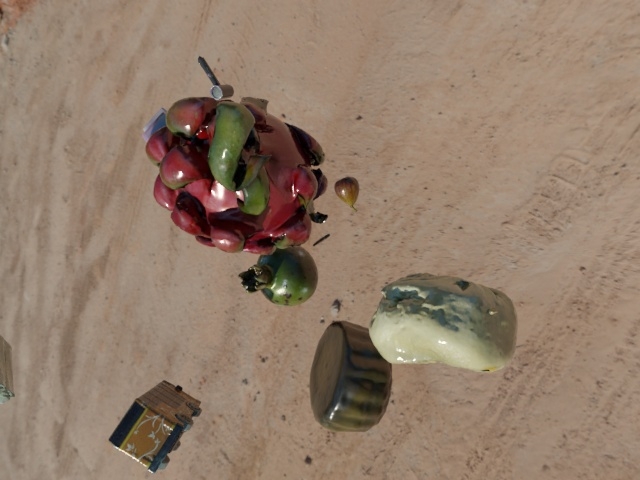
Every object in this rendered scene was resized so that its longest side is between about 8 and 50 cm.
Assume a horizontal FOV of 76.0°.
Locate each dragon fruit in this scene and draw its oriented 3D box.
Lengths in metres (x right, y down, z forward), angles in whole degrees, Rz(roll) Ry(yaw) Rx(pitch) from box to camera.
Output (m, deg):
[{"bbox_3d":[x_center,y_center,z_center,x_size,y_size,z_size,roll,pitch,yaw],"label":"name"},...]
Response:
[{"bbox_3d":[-0.104,-0.072,0.478,0.198,0.273,0.218,-39,78,18],"label":"dragon fruit"}]

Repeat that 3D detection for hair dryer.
[{"bbox_3d":[-0.196,-0.296,0.746,0.026,0.047,0.083,-30,101,27],"label":"hair dryer"}]

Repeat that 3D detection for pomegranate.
[{"bbox_3d":[-0.134,0.135,1.450,0.243,0.306,0.242,5,108,15],"label":"pomegranate"}]

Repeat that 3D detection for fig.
[{"bbox_3d":[0.098,-0.152,1.390,0.089,0.089,0.125,-15,94,30],"label":"fig"}]

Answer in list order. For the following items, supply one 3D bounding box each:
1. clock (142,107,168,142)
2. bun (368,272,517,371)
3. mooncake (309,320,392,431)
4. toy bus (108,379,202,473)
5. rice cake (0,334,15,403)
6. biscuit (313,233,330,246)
[{"bbox_3d":[-0.399,-0.275,1.314,0.102,0.338,0.338,-48,65,5],"label":"clock"},{"bbox_3d":[0.183,0.119,0.632,0.230,0.229,0.145,-10,84,30],"label":"bun"},{"bbox_3d":[0.084,0.372,1.129,0.162,0.290,0.290,16,99,-14],"label":"mooncake"},{"bbox_3d":[-0.512,0.578,1.315,0.194,0.323,0.161,32,79,-1],"label":"toy bus"},{"bbox_3d":[-0.801,0.279,0.990,0.198,0.037,0.189,46,151,37],"label":"rice cake"},{"bbox_3d":[0.000,0.000,1.697,0.016,0.092,0.082,58,147,3],"label":"biscuit"}]
